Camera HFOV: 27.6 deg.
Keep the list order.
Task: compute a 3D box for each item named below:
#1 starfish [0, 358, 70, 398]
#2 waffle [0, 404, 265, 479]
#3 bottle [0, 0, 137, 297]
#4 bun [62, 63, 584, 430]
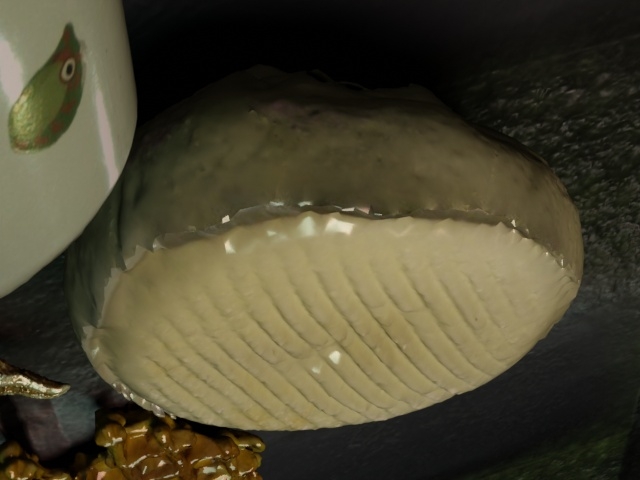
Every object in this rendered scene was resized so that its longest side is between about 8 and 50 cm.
[{"bbox_3d":[-0.235,0.054,0.728,0.176,0.053,0.208,-44,141,24],"label":"starfish"},{"bbox_3d":[-0.158,0.196,0.940,0.231,0.051,0.228,14,129,-39],"label":"waffle"},{"bbox_3d":[-0.169,-0.155,0.398,0.229,0.229,0.352,-14,138,-12],"label":"bottle"},{"bbox_3d":[0.000,0.000,0.714,0.287,0.146,0.287,-5,148,-3],"label":"bun"}]
